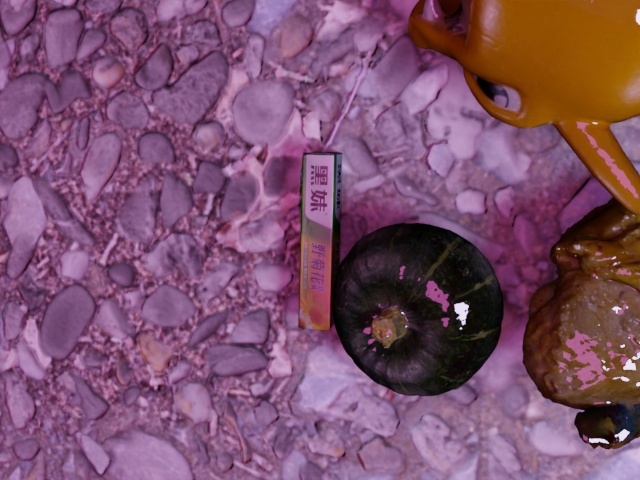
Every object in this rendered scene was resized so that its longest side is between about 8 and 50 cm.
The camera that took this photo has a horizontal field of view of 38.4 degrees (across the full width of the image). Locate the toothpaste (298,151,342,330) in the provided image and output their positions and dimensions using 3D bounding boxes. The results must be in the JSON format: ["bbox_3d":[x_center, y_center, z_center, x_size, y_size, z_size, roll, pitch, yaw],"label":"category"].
[{"bbox_3d":[0.000,0.000,0.931,0.037,0.043,0.179,4,97,16],"label":"toothpaste"}]

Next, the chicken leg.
[{"bbox_3d":[0.334,0.023,0.790,0.361,0.140,0.212,-31,63,5],"label":"chicken leg"}]

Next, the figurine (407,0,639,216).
[{"bbox_3d":[0.253,-0.237,0.679,0.401,0.268,0.387,63,148,36],"label":"figurine"}]

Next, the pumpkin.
[{"bbox_3d":[0.091,0.066,0.868,0.167,0.125,0.167,2,103,8],"label":"pumpkin"}]
